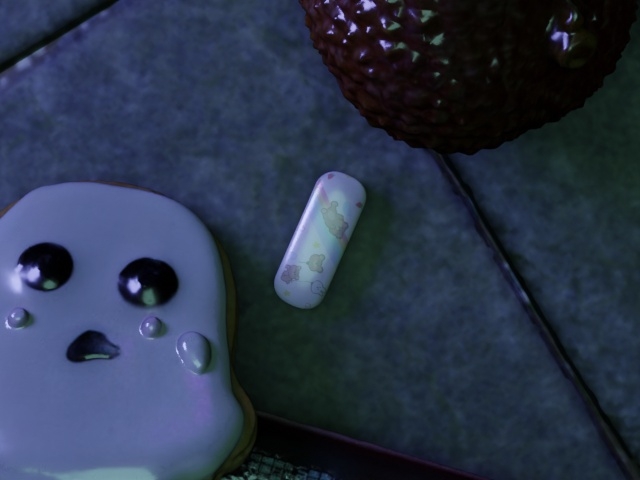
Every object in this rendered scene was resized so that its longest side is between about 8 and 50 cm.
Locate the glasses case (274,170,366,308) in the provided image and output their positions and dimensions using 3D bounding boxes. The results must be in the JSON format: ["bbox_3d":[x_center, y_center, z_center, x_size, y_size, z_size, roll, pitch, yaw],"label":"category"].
[{"bbox_3d":[0.000,0.000,0.955,0.032,0.021,0.083,24,92,-2],"label":"glasses case"}]

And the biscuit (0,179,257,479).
[{"bbox_3d":[-0.129,0.054,0.902,0.181,0.049,0.208,-3,64,-5],"label":"biscuit"}]

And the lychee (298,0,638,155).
[{"bbox_3d":[0.075,-0.138,0.871,0.194,0.194,0.194,0,92,1],"label":"lychee"}]

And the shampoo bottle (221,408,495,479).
[{"bbox_3d":[-0.026,0.165,0.933,0.323,0.084,0.129,15,89,2],"label":"shampoo bottle"}]
